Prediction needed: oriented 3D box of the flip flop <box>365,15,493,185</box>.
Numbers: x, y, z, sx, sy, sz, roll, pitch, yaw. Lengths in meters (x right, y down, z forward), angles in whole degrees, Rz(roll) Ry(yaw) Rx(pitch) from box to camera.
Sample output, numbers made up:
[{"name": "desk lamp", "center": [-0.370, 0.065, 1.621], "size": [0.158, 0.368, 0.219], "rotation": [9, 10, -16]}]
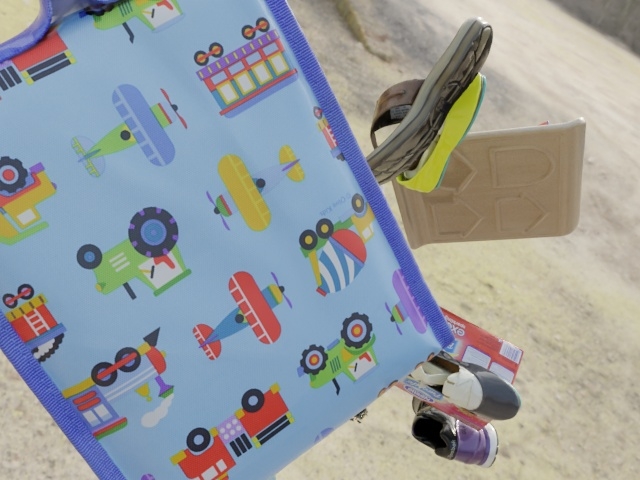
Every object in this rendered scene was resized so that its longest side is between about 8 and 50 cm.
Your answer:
[{"name": "flip flop", "center": [0.123, -0.184, 0.926], "size": [0.080, 0.277, 0.112], "rotation": [37, 9, 18]}]

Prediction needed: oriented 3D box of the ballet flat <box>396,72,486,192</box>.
[{"name": "ballet flat", "center": [0.170, -0.156, 1.034], "size": [0.077, 0.231, 0.077], "rotation": [6, 51, -10]}]

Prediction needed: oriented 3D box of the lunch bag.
[{"name": "lunch bag", "center": [-0.083, -0.011, 0.399], "size": [0.221, 0.293, 0.138], "rotation": [-33, 29, -16]}]

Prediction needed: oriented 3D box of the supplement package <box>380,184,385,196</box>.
[{"name": "supplement package", "center": [0.000, 0.000, 1.503], "size": [0.262, 0.199, 0.198], "rotation": [6, 59, 12]}]

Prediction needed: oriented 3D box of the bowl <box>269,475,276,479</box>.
[{"name": "bowl", "center": [-0.244, 0.431, 1.184], "size": [0.311, 0.312, 0.163], "rotation": [45, 17, 29]}]

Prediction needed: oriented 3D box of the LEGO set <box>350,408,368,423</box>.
[{"name": "LEGO set", "center": [0.082, 0.347, 1.391], "size": [0.023, 0.054, 0.083], "rotation": [33, 15, -9]}]

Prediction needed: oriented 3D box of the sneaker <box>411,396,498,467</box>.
[{"name": "sneaker", "center": [0.226, 0.347, 1.367], "size": [0.124, 0.107, 0.283], "rotation": [11, 3, -18]}]

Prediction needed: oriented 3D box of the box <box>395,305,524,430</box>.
[{"name": "box", "center": [0.208, 0.209, 1.231], "size": [0.256, 0.123, 0.128], "rotation": [27, 56, 6]}]

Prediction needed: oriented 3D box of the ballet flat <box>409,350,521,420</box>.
[{"name": "ballet flat", "center": [0.182, 0.197, 0.969], "size": [0.074, 0.074, 0.203], "rotation": [8, 11, -37]}]

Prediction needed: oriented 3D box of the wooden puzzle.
[{"name": "wooden puzzle", "center": [0.322, -0.112, 1.336], "size": [0.347, 0.322, 0.081], "rotation": [-7, 54, 13]}]
